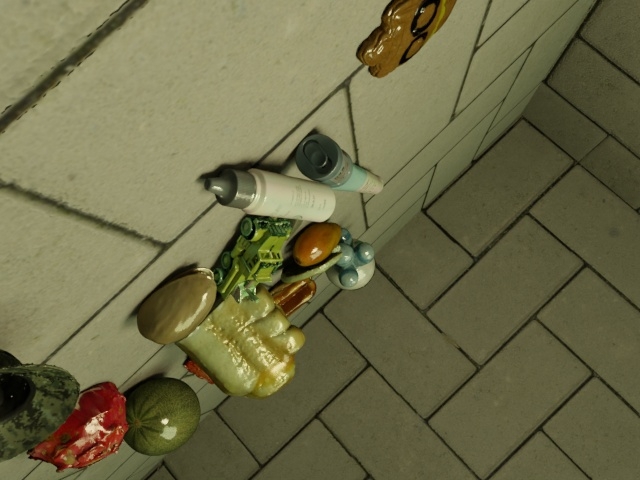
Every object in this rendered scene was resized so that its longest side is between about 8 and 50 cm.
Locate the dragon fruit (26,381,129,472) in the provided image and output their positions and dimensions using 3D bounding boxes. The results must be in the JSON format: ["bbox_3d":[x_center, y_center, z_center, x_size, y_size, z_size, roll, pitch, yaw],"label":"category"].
[{"bbox_3d":[-0.607,0.477,1.255,0.262,0.163,0.189,-30,134,-45],"label":"dragon fruit"}]

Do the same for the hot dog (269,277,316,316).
[{"bbox_3d":[-0.153,0.239,1.908,0.337,0.135,0.100,-40,-156,0],"label":"hot dog"}]

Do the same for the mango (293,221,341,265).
[{"bbox_3d":[0.000,0.000,1.642,0.253,0.113,0.138,-36,152,-51],"label":"mango"}]

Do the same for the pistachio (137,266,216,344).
[{"bbox_3d":[-0.324,0.147,1.117,0.206,0.131,0.129,-49,-148,-2],"label":"pistachio"}]

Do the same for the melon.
[{"bbox_3d":[-0.517,0.564,1.569,0.237,0.237,0.301,-43,167,-5],"label":"melon"}]

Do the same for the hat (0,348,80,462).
[{"bbox_3d":[-0.517,0.229,0.728,0.265,0.128,0.265,-33,150,-22],"label":"hat"}]

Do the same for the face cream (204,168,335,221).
[{"bbox_3d":[-0.098,-0.092,0.974,0.311,0.092,0.092,5,133,-50],"label":"face cream"}]

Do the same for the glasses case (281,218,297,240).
[{"bbox_3d":[-0.070,-0.071,1.303,0.071,0.047,0.205,-51,176,-25],"label":"glasses case"}]

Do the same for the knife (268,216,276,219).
[{"bbox_3d":[-0.136,-0.048,1.270,0.256,0.022,0.046,-53,170,20],"label":"knife"}]

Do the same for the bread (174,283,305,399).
[{"bbox_3d":[-0.219,0.304,1.467,0.300,0.341,0.210,-45,-170,-8],"label":"bread"}]

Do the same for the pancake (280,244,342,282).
[{"bbox_3d":[-0.033,0.083,1.733,0.254,0.037,0.253,-26,-166,7],"label":"pancake"}]

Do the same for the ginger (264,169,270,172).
[{"bbox_3d":[-0.113,-0.123,1.053,0.057,0.044,0.137,-20,179,30],"label":"ginger"}]

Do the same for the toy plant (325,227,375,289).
[{"bbox_3d":[0.099,0.075,1.967,0.247,0.247,0.332,-44,164,0],"label":"toy plant"}]

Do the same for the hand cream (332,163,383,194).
[{"bbox_3d":[0.110,-0.190,1.533,0.111,0.070,0.312,-47,159,19],"label":"hand cream"}]

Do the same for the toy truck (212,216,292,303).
[{"bbox_3d":[-0.158,0.059,1.216,0.128,0.135,0.259,1,132,-43],"label":"toy truck"}]

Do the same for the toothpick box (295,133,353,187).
[{"bbox_3d":[0.012,-0.180,1.124,0.101,0.101,0.153,-47,169,11],"label":"toothpick box"}]

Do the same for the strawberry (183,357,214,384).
[{"bbox_3d":[-0.380,0.433,1.815,0.234,0.234,0.178,120,-10,-52],"label":"strawberry"}]

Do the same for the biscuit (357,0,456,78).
[{"bbox_3d":[0.186,-0.434,0.989,0.290,0.041,0.208,-40,166,-21],"label":"biscuit"}]
